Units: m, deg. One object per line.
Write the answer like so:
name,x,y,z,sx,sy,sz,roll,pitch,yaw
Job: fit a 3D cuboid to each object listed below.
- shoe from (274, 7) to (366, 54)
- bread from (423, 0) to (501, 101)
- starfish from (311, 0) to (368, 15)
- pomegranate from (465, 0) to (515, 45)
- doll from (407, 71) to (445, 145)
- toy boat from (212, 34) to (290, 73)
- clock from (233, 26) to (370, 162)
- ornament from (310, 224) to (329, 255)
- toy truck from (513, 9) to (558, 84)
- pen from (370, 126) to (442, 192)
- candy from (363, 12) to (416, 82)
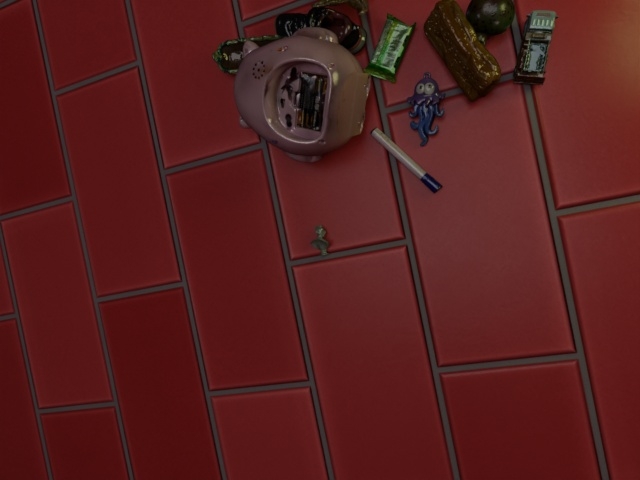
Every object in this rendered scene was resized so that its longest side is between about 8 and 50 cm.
shoe,-0.013,-0.623,1.345,0.291,0.137,0.114,14,97,16
bread,0.385,-0.518,1.242,0.077,0.139,0.271,-29,81,-14
starfish,0.071,-0.709,1.302,0.227,0.043,0.240,-19,56,-9
pomegranate,0.452,-0.603,1.215,0.130,0.130,0.130,1,94,17
doll,0.305,-0.377,1.306,0.110,0.067,0.206,4,105,25
toy boat,-0.196,-0.590,1.426,0.293,0.099,0.108,-1,95,24
clock,-0.078,-0.414,1.293,0.376,0.250,0.368,17,115,20
ornament,0.001,0.003,1.431,0.068,0.041,0.092,23,113,37
toy truck,0.568,-0.514,1.190,0.080,0.115,0.178,10,95,16
pen,0.252,-0.240,1.344,0.269,0.033,0.033,45,104,9
candy,0.206,-0.568,1.338,0.102,0.032,0.178,25,102,17
